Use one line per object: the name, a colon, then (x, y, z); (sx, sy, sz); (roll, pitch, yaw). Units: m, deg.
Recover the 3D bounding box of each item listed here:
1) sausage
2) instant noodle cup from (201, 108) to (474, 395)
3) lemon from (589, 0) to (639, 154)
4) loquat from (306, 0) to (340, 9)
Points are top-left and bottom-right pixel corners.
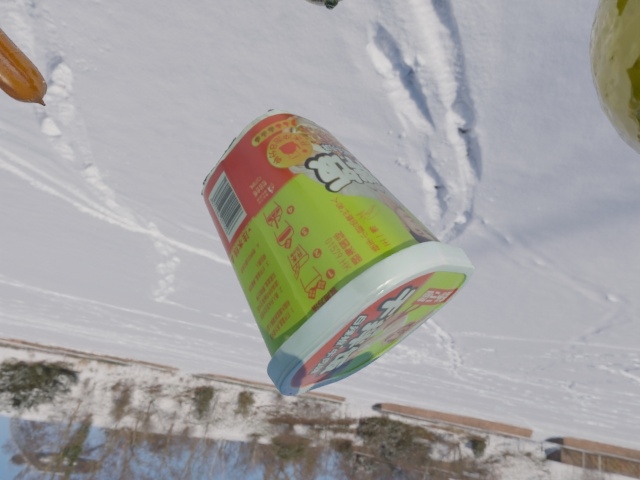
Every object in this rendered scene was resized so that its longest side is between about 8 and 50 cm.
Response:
sausage: (-0.445, -0.259, 0.590); (0.183, 0.062, 0.054); (58, 179, -33)
instant noodle cup: (0.000, 0.000, 0.607); (0.293, 0.308, 0.294); (-27, 153, -15)
lemon: (0.446, -0.222, 0.420); (0.347, 0.349, 0.348); (11, 161, 4)
loquat: (0.019, -0.497, 0.772); (0.171, 0.205, 0.149); (1, 162, 12)
